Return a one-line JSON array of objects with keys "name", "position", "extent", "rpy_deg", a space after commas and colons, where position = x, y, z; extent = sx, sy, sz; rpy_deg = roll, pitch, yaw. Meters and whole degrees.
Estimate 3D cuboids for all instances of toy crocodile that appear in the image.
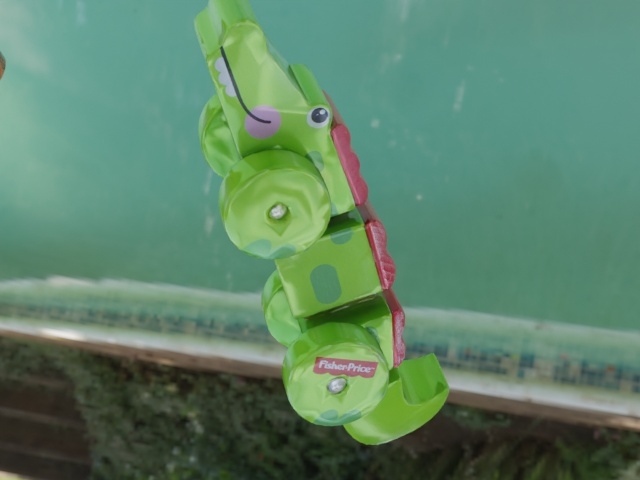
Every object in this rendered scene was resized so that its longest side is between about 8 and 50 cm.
[{"name": "toy crocodile", "position": [0.000, 0.000, 0.723], "extent": [0.105, 0.340, 0.115], "rpy_deg": [-20, -150, -2]}]

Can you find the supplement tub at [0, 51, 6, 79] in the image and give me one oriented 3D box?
[{"name": "supplement tub", "position": [-0.426, -0.239, 0.946], "extent": [0.207, 0.207, 0.338], "rpy_deg": [2, 136, 40]}]
